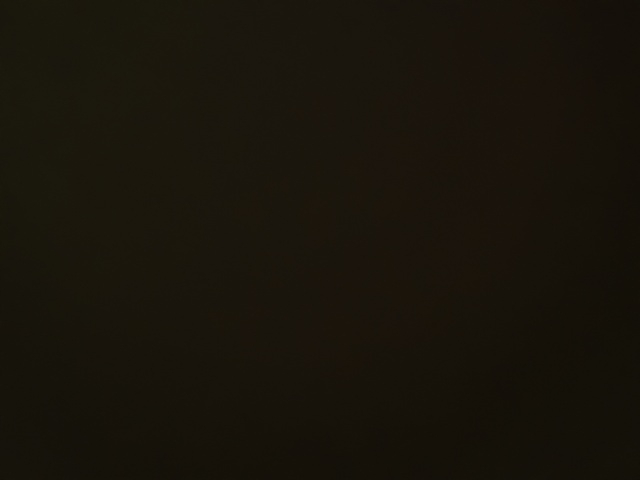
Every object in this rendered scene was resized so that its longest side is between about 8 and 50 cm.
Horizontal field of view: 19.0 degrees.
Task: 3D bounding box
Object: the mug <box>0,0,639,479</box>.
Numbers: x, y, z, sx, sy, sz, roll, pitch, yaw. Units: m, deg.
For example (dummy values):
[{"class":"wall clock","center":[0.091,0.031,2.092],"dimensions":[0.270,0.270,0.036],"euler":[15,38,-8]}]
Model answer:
[{"class":"mug","center":[0.015,-0.066,0.349],"dimensions":[0.374,0.276,0.328],"euler":[-31,-3,5]}]
